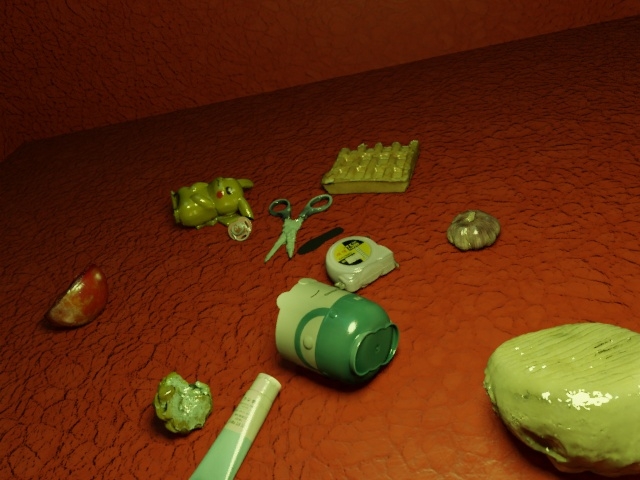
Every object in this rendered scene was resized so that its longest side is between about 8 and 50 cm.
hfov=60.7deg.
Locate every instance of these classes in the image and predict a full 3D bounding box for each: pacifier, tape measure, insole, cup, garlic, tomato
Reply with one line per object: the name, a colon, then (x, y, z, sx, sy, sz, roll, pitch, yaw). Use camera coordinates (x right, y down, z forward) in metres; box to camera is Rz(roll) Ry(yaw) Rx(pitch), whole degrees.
pacifier: (-0.289, -0.040, 2.022, 0.099, 0.081, 0.078, -30, -3, 16)
tape measure: (0.110, 0.069, 1.666, 0.196, 0.105, 0.178, -27, 43, -14)
insole: (0.000, 0.000, 1.885, 0.188, 0.004, 0.064, -29, 37, -18)
cup: (0.056, 0.227, 1.387, 0.258, 0.219, 0.290, 15, 13, 36)
garlic: (0.465, -0.036, 1.662, 0.159, 0.102, 0.147, -13, 36, 6)
tomato: (-0.790, 0.201, 1.811, 0.233, 0.139, 0.200, -40, 16, 28)

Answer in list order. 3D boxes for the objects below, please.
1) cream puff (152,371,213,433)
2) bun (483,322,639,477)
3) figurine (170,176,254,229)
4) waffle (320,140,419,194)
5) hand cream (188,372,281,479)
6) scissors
cream puff: (-0.349, 0.406, 1.368, 0.156, 0.121, 0.156, 17, 3, -1)
bun: (0.508, 0.302, 1.070, 0.326, 0.234, 0.362, -32, 21, -32)
figurine: (-0.412, -0.146, 2.122, 0.327, 0.169, 0.218, -20, 50, -1)
waffle: (0.202, -0.283, 2.139, 0.348, 0.077, 0.304, 0, 39, 22)
hand cream: (-0.192, 0.462, 1.283, 0.111, 0.070, 0.312, 10, 50, 31)
scissors: (-0.110, -0.048, 1.978, 0.256, 0.029, 0.383, -3, 37, 19)
